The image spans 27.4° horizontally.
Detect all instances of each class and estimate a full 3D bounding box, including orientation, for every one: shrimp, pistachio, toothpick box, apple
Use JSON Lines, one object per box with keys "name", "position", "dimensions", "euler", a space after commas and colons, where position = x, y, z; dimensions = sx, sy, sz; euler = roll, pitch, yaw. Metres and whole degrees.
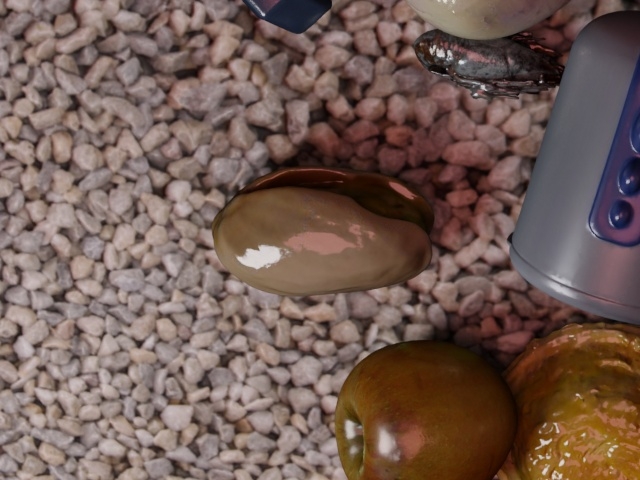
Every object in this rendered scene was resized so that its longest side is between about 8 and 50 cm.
{"name": "shrimp", "position": [0.225, -0.206, 1.581], "dimensions": [0.233, 0.079, 0.090], "euler": [15, 73, 5]}
{"name": "pistachio", "position": [0.000, 0.000, 1.663], "dimensions": [0.288, 0.166, 0.197], "euler": [5, 132, 9]}
{"name": "toothpick box", "position": [0.366, -0.103, 1.473], "dimensions": [0.263, 0.263, 0.354], "euler": [17, 110, 9]}
{"name": "apple", "position": [0.136, 0.239, 1.672], "dimensions": [0.208, 0.237, 0.237], "euler": [-4, 110, -22]}

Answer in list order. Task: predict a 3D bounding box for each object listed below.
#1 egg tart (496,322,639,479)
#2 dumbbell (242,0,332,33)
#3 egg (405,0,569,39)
{"name": "egg tart", "position": [0.355, 0.255, 1.665], "dimensions": [0.319, 0.128, 0.319], "euler": [5, 108, 16]}
{"name": "dumbbell", "position": [0.027, -0.394, 1.533], "dimensions": [0.325, 0.144, 0.160], "euler": [-41, 92, 22]}
{"name": "egg", "position": [0.190, -0.300, 1.451], "dimensions": [0.271, 0.161, 0.206], "euler": [17, 136, -30]}
